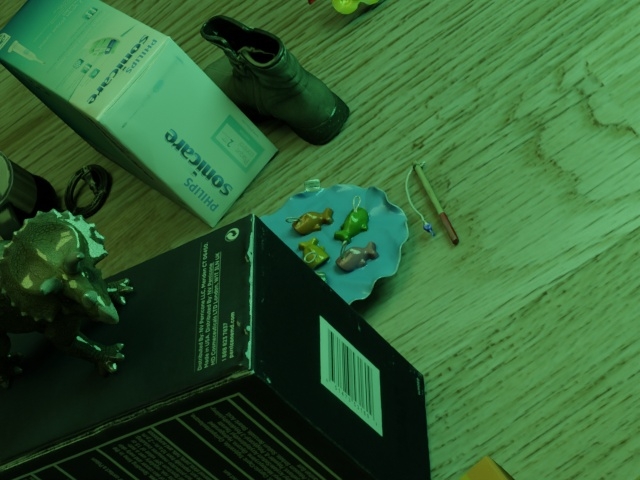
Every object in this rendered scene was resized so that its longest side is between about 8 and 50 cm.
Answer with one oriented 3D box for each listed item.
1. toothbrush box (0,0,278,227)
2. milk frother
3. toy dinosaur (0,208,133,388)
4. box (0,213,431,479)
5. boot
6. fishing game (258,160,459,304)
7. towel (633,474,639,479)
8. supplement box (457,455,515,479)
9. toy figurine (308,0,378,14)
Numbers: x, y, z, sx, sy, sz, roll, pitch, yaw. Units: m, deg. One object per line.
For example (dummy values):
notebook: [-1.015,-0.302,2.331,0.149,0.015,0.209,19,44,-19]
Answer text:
toothbrush box: [-0.220,-0.164,2.010,0.126,0.216,0.295,-50,39,-6]
milk frother: [-0.345,-0.064,2.092,0.129,0.135,0.143,42,90,19]
toy dinosaur: [-0.260,0.048,1.448,0.313,0.160,0.121,-9,52,34]
box: [-0.100,0.164,1.567,0.294,0.296,0.183,-23,45,23]
boot: [-0.083,-0.202,1.969,0.246,0.161,0.083,23,72,48]
fishing game: [0.000,0.000,1.779,0.264,0.041,0.189,-23,41,1]
towel: [0.327,0.258,1.333,0.370,0.040,0.271,-40,41,2]
supplement box: [0.089,0.294,1.470,0.233,0.080,0.078,-44,38,4]
toy figurine: [0.090,-0.452,2.020,0.362,0.191,0.217,-31,37,11]
